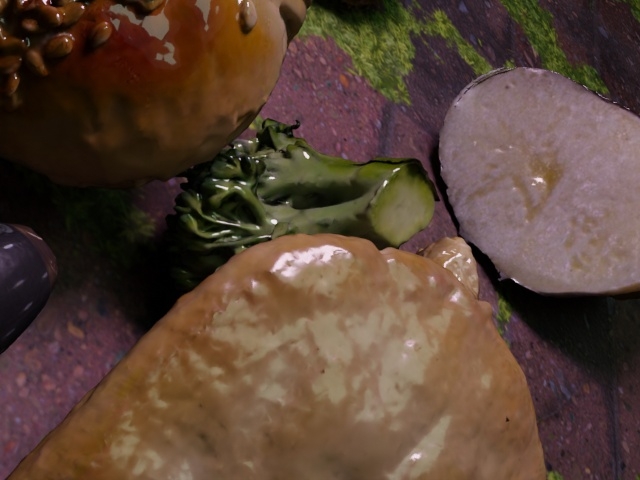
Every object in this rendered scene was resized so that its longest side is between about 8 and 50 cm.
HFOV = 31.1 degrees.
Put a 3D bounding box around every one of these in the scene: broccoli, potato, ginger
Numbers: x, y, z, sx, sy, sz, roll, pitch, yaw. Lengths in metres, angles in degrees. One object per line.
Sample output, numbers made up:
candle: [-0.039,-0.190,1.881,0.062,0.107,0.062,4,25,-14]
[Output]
broccoli: [0.000,0.000,1.108,0.288,0.245,0.248,-34,111,-42]
potato: [0.364,-0.056,1.671,0.397,0.290,0.296,23,2,12]
ginger: [0.088,0.076,1.188,0.086,0.294,0.131,13,76,-9]

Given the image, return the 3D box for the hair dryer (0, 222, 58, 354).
hair dryer: [-0.354,-0.035,0.797,0.304,0.120,0.359,-30,110,-43]

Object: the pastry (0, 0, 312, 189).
pastry: [-0.195,-0.246,0.980,0.410,0.245,0.409,1,74,-3]

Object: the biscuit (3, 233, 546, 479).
biscuit: [0.010,0.218,0.953,0.446,0.104,0.429,-47,106,-19]

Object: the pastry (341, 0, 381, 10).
pastry: [0.060,-0.451,1.575,0.275,0.193,0.275,32,42,-34]
